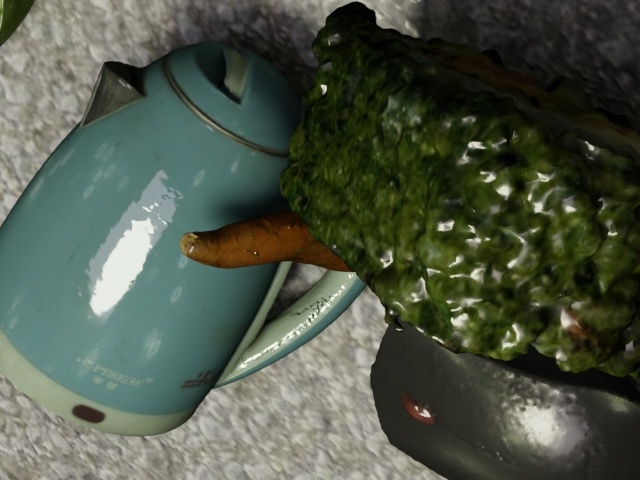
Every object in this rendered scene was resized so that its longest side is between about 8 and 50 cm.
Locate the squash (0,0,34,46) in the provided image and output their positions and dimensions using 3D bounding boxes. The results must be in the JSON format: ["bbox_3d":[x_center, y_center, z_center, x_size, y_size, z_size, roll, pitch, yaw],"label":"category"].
[{"bbox_3d":[-0.346,-0.248,1.433,0.170,0.123,0.170,12,118,23],"label":"squash"}]

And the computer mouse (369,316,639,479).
[{"bbox_3d":[0.167,0.172,1.391,0.295,0.087,0.168,15,123,24],"label":"computer mouse"}]

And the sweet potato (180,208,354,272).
[{"bbox_3d":[0.000,-0.001,1.292,0.057,0.264,0.057,-8,80,54],"label":"sweet potato"}]

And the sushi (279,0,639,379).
[{"bbox_3d":[0.149,-0.034,1.157,0.352,0.294,0.178,42,116,53],"label":"sushi"}]

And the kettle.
[{"bbox_3d":[-0.106,-0.012,1.385,0.319,0.247,0.342,25,119,-21],"label":"kettle"}]
